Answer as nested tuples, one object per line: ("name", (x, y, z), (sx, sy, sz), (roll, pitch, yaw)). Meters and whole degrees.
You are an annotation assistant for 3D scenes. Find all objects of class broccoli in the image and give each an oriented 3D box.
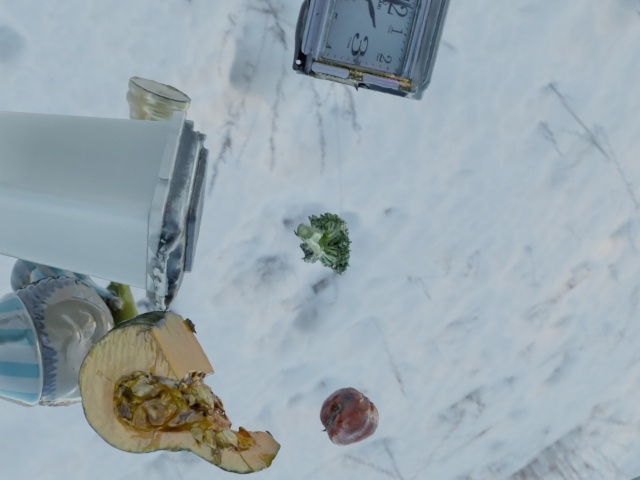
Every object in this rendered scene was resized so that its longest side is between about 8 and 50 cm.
("broccoli", (-0.002, -0.001, 1.950), (0.204, 0.118, 0.122), (24, 78, -73))

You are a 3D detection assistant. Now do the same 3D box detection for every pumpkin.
("pumpkin", (-0.187, 0.202, 1.378), (0.139, 0.280, 0.190), (0, 98, -73))

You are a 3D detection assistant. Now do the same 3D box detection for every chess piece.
("chess piece", (-0.386, -0.186, 2.155), (0.138, 0.124, 0.307), (15, 107, -10))

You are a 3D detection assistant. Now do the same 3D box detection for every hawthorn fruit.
("hawthorn fruit", (0.039, 0.265, 1.477), (0.093, 0.093, 0.093), (-25, 150, -15))

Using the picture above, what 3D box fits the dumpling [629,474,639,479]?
("dumpling", (0.454, 0.409, 1.409), (0.152, 0.108, 0.219), (-39, 147, -32))

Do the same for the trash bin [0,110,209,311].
("trash bin", (-0.378, -0.056, 1.599), (0.367, 0.296, 0.256), (9, 142, -5))

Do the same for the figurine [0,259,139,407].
("figurine", (-0.562, 0.140, 1.859), (0.377, 0.361, 0.266), (5, 129, -54))

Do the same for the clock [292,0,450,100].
("clock", (0.076, -0.326, 1.332), (0.186, 0.083, 0.253), (10, 102, -17))
